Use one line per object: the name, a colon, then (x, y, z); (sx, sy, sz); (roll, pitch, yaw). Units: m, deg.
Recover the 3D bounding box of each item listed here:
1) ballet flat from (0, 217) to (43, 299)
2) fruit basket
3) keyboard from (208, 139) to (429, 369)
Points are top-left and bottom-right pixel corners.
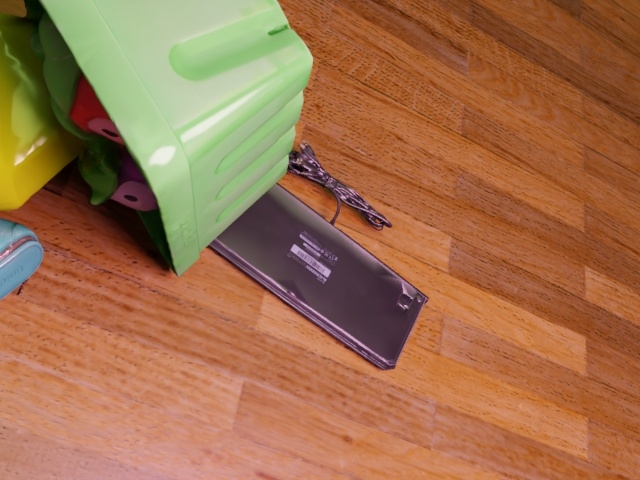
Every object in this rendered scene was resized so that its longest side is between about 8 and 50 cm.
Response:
ballet flat: (-0.359, 0.063, 0.710); (0.087, 0.083, 0.247); (27, 50, 13)
fruit basket: (-0.223, -0.103, 0.723); (0.392, 0.392, 0.283); (-25, 80, -38)
keyboard: (0.000, 0.000, 0.987); (0.317, 0.033, 0.201); (37, 58, -11)
